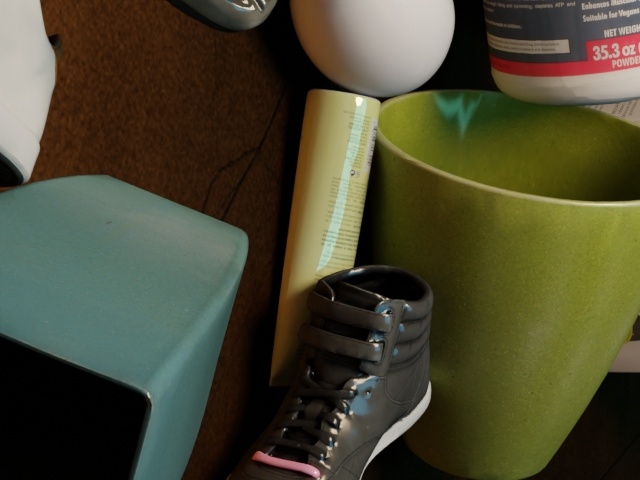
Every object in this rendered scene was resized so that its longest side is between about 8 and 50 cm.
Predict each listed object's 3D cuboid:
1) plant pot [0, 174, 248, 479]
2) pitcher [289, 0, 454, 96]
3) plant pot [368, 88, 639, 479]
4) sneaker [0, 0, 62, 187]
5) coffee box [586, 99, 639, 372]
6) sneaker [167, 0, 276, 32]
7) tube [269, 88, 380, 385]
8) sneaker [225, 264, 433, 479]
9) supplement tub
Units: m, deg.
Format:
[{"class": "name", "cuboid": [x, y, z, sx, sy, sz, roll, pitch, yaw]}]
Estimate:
[{"class": "plant pot", "cuboid": [-0.138, 0.067, 0.917, 0.234, 0.165, 0.165, -51, 161, -60]}, {"class": "pitcher", "cuboid": [0.049, -0.214, 1.261, 0.178, 0.125, 0.207, -40, 148, 0]}, {"class": "plant pot", "cuboid": [0.157, 0.050, 1.412, 0.275, 0.275, 0.293, -30, 134, -56]}, {"class": "sneaker", "cuboid": [-0.225, -0.145, 0.855, 0.290, 0.106, 0.123, 58, 46, -60]}, {"class": "coffee box", "cuboid": [0.468, -0.078, 1.836, 0.338, 0.334, 0.337, -55, 135, -47]}, {"class": "sneaker", "cuboid": [-0.129, -0.184, 0.946, 0.087, 0.227, 0.130, -54, -179, -38]}, {"class": "tube", "cuboid": [0.000, 0.000, 1.305, 0.070, 0.062, 0.240, 8, 90, -17]}, {"class": "sneaker", "cuboid": [-0.001, 0.118, 1.217, 0.296, 0.104, 0.147, -44, 141, -49]}, {"class": "supplement tub", "cuboid": [0.227, -0.266, 1.390, 0.191, 0.191, 0.272, -37, 122, -54]}]
